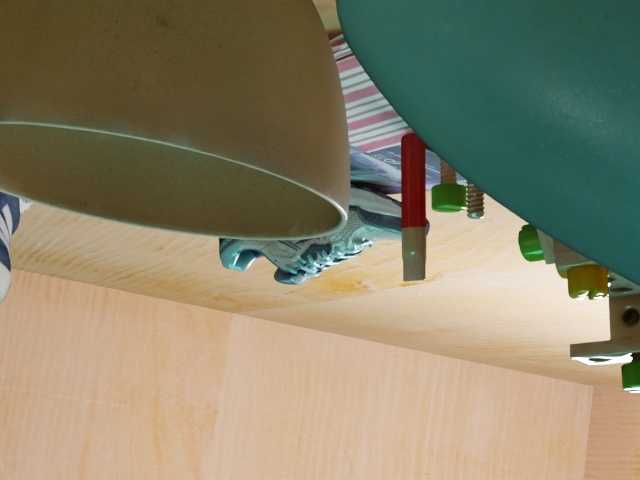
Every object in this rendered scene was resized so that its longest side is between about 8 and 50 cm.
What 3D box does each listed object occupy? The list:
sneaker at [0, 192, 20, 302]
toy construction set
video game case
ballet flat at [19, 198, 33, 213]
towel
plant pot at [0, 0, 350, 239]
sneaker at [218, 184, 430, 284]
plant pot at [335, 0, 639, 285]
[{"bbox_3d":[-0.339,-0.026,1.060,0.131,0.148,0.350,14,175,-18],"label":"sneaker"},{"bbox_3d":[0.228,0.017,1.056,0.309,0.237,0.257,0,171,11],"label":"toy construction set"},{"bbox_3d":[0.042,-0.089,1.303,0.196,0.026,0.274,18,165,-40],"label":"video game case"},{"bbox_3d":[-0.474,-0.077,1.398,0.147,0.147,0.409,8,173,5],"label":"ballet flat"},{"bbox_3d":[0.042,-0.132,1.041,0.144,0.029,0.197,-12,159,38],"label":"towel"},{"bbox_3d":[-0.109,-0.125,0.788,0.284,0.191,0.284,8,169,1],"label":"plant pot"},{"bbox_3d":[0.000,0.000,1.408,0.283,0.122,0.110,3,168,29],"label":"sneaker"},{"bbox_3d":[0.145,-0.117,0.416,0.235,0.293,0.293,21,173,15],"label":"plant pot"}]
